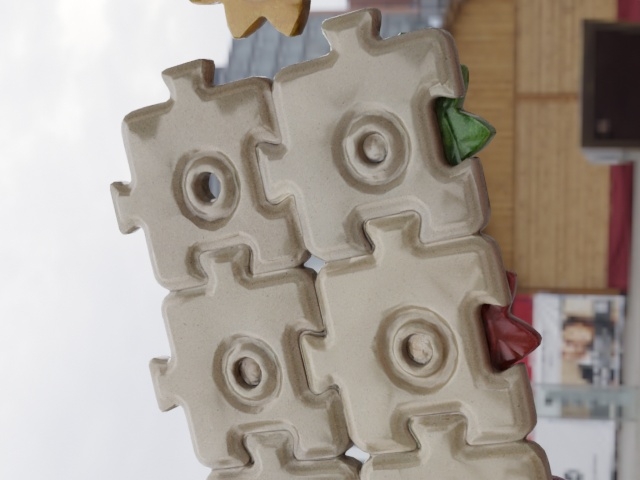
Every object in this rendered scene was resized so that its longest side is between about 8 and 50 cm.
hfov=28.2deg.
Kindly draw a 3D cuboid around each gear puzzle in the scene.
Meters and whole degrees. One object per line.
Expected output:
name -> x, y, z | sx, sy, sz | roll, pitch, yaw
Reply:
gear puzzle -> 0.000, 0.000, 0.525 | 0.044, 0.176, 0.338 | -17, -86, -59
